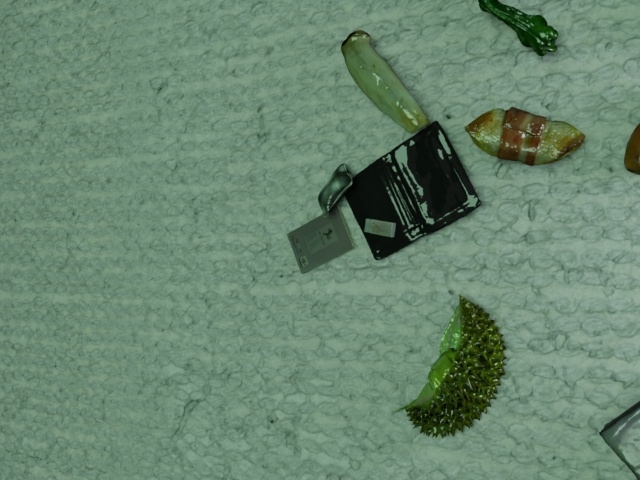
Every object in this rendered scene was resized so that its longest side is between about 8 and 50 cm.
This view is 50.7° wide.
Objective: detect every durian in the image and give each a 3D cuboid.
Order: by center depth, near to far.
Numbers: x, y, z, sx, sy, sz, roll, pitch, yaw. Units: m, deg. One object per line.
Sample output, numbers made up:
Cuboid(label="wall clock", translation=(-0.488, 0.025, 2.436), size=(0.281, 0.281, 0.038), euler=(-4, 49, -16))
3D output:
Cuboid(label="durian", translation=(0.325, 0.326, 1.615), size=(0.355, 0.157, 0.169), euler=(-63, 28, 11))

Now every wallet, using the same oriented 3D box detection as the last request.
Cuboid(label="wallet", translation=(0.219, -0.115, 1.705), size=(0.323, 0.041, 0.247), euler=(-33, 73, 31))

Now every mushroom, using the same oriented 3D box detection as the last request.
Cuboid(label="mushroom", translation=(0.156, -0.396, 1.720), size=(0.087, 0.107, 0.333), euler=(-27, 72, -19))

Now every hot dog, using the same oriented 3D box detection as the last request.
Cuboid(label="hot dog", translation=(0.462, -0.235, 1.552), size=(0.262, 0.093, 0.123), euler=(19, 88, 13))

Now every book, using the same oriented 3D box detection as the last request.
Cuboid(label="book", translation=(0.000, 0.000, 1.837), size=(0.182, 0.014, 0.127), euler=(-28, 75, 25))

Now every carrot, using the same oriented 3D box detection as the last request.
Cuboid(label="carrot", translation=(0.708, -0.231, 1.422), size=(0.087, 0.087, 0.193), euler=(25, 98, 27))

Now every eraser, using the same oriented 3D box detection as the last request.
Cuboid(label="eraser", translation=(0.151, -0.033, 1.718), size=(0.083, 0.019, 0.038), euler=(11, 100, 37))

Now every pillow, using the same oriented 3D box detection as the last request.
Cuboid(label="pillow", translation=(0.037, -0.134, 1.789), size=(0.135, 0.055, 0.091), euler=(-49, 60, 25))

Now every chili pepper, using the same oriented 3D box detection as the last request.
Cuboid(label="chili pepper", translation=(0.456, -0.507, 1.559), size=(0.257, 0.100, 0.074), euler=(44, 102, 25))

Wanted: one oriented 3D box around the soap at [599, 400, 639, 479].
Cuboid(label="soap", translation=(0.770, 0.421, 1.346), size=(0.285, 0.107, 0.296), euler=(-43, 68, 20))
